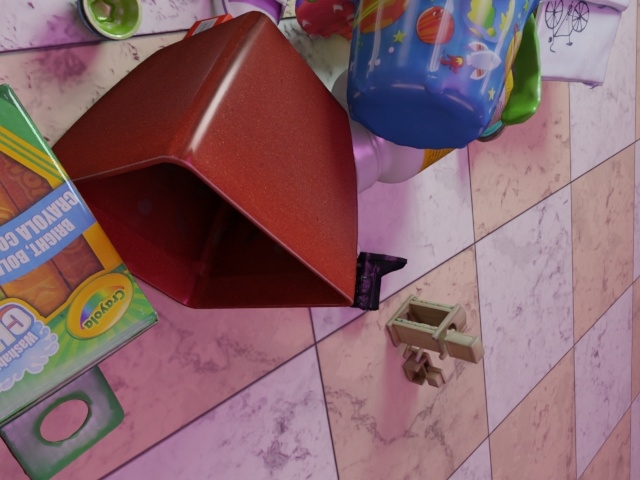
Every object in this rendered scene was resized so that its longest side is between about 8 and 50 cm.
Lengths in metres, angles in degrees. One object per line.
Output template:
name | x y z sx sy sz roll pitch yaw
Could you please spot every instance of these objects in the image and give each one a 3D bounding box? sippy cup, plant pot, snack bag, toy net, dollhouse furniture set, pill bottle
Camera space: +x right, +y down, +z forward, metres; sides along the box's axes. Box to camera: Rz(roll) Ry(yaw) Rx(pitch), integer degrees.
sippy cup | 0.134 -0.237 0.717 0.240 0.306 0.224 83 21 -77
plant pot | -0.111 -0.086 0.673 0.267 0.267 0.235 42 53 -41
snack bag | 0.524 -0.471 1.184 0.323 0.037 0.342 -10 117 -40
toy net | -0.265 -0.315 0.607 0.232 0.045 0.122 44 67 -41
dollhouse furniture set | 0.242 0.199 1.119 0.101 0.182 0.161 -44 125 -32
pill bottle | 0.137 -0.204 0.918 0.334 0.188 0.188 -34 121 -22

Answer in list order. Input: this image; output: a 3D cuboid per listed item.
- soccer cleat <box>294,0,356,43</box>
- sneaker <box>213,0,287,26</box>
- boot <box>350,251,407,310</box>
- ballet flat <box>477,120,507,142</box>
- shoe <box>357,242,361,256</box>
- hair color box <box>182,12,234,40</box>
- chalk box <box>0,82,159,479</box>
soccer cleat | 0.024 -0.335 0.848 0.248 0.083 0.095 -23 95 -63
sneaker | -0.040 -0.376 0.748 0.102 0.161 0.282 10 91 -48
boot | 0.097 0.072 1.048 0.121 0.045 0.099 7 90 -39
ballet flat | 0.370 -0.343 1.222 0.106 0.108 0.316 14 87 -59
shoe | 0.000 0.000 0.921 0.178 0.063 0.081 51 56 -43
hair color box | -0.103 -0.216 0.773 0.141 0.072 0.043 45 64 -40
chalk box | -0.271 0.059 0.499 0.180 0.179 0.289 -37 97 -36
